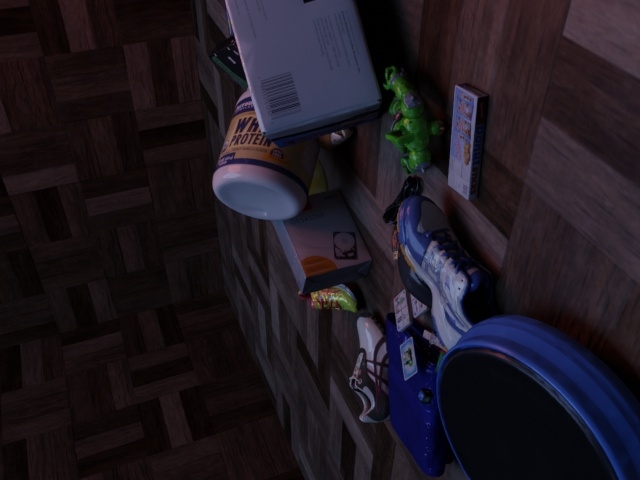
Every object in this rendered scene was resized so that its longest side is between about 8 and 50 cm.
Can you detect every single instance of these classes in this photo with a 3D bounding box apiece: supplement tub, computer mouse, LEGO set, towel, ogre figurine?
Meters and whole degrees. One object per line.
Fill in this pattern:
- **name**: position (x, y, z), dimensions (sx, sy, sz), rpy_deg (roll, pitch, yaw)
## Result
- **supplement tub**: position (-0.115, -0.231, 1.563), dimensions (0.228, 0.228, 0.316), rpy_deg (120, 164, -66)
- **computer mouse**: position (0.165, 0.021, 1.272), dimensions (0.184, 0.060, 0.261), rpy_deg (115, 148, -65)
- **LEGO set**: position (0.217, 0.184, 1.248), dimensions (0.182, 0.060, 0.244), rpy_deg (127, 147, -48)
- **towel**: position (0.218, 0.331, 1.409), dimensions (0.227, 0.076, 0.308), rpy_deg (-129, 32, -60)
- **ogre figurine**: position (0.157, -0.197, 1.133), dimensions (0.118, 0.097, 0.197), rpy_deg (-113, 27, -63)

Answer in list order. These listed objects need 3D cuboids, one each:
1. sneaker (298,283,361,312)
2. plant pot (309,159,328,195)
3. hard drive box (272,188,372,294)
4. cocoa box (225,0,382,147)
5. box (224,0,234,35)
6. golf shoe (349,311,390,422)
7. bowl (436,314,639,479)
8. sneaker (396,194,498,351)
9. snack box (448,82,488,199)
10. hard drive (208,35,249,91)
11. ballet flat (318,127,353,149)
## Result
- **sneaker**: position (0.023, 0.161, 1.757), dimensions (0.209, 0.094, 0.081), rpy_deg (21, 149, 44)
- **plant pot**: position (-0.048, -0.158, 1.801), dimensions (0.134, 0.095, 0.134), rpy_deg (166, 90, -73)
- **hard drive box**: position (0.000, 0.000, 1.634), dimensions (0.089, 0.181, 0.232), rpy_deg (103, 147, -55)
- **cocoa box**: position (-0.035, -0.382, 1.250), dimensions (0.228, 0.232, 0.346), rpy_deg (-29, -77, -86)
- **box**: position (-0.141, -0.636, 1.474), dimensions (0.279, 0.177, 0.289), rpy_deg (-106, 8, -68)
- **golf shoe**: position (0.127, 0.314, 1.597), dimensions (0.105, 0.120, 0.272), rpy_deg (130, 125, -71)
- **bowl**: position (0.315, 0.301, 0.941), dimensions (0.391, 0.077, 0.391), rpy_deg (44, 147, 40)
- **sneaker**: position (0.235, 0.047, 1.102), dimensions (0.131, 0.112, 0.296), rpy_deg (-32, 79, 60)
- **snack box**: position (0.235, -0.157, 1.037), dimensions (0.064, 0.022, 0.178), rpy_deg (-126, 27, -52)
- **hard drive**: position (-0.178, -0.471, 1.804), dimensions (0.237, 0.064, 0.339), rpy_deg (40, 174, -21)
- **ballet flat**: position (0.044, -0.272, 1.461), dimensions (0.073, 0.080, 0.232), rpy_deg (49, 154, 24)
